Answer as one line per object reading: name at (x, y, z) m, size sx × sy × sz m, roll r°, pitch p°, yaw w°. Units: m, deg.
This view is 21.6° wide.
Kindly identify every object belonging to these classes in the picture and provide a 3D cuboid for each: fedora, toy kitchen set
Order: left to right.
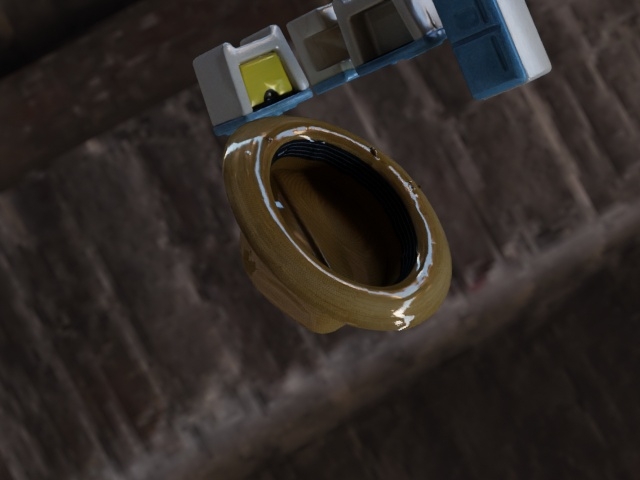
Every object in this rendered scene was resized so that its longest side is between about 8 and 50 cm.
fedora at (0.000, 0.000, 1.178) m, size 0.079 × 0.194 × 0.194 m, roll -54°, pitch -125°, yaw 38°
toy kitchen set at (0.036, -0.135, 1.298) m, size 0.207 × 0.166 × 0.122 m, roll -20°, pitch -84°, yaw 45°
